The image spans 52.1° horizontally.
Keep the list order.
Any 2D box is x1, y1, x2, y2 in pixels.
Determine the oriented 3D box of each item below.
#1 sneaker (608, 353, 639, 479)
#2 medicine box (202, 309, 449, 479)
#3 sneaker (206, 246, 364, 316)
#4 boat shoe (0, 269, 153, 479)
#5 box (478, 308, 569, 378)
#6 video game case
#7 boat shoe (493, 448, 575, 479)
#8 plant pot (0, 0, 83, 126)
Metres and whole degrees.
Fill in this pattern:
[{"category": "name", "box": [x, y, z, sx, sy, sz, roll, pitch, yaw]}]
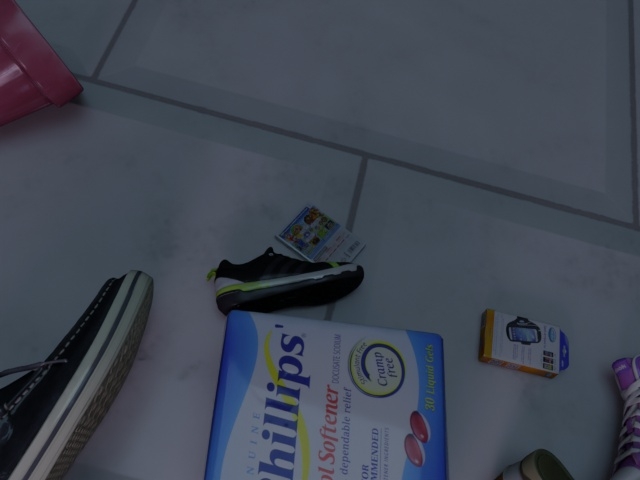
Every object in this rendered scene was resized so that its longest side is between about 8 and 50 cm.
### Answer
[{"category": "sneaker", "box": [0.459, 0.263, 0.947, 0.282, 0.102, 0.161, -27, 65, -33]}, {"category": "medicine box", "box": [0.004, 0.250, 0.844, 0.289, 0.149, 0.264, 7, 61, -6]}, {"category": "sneaker", "box": [-0.052, 0.045, 0.980, 0.234, 0.084, 0.097, -9, 61, -12]}, {"category": "boat shoe", "box": [-0.368, 0.230, 0.779, 0.156, 0.187, 0.500, 30, 67, 1]}, {"category": "box", "box": [0.315, 0.161, 1.012, 0.136, 0.028, 0.081, 15, 61, -4]}, {"category": "video game case", "box": [0.000, 0.000, 1.056, 0.122, 0.011, 0.087, 37, 63, 11]}, {"category": "boat shoe", "box": [0.328, 0.424, 0.828, 0.113, 0.103, 0.302, 5, 49, -47]}, {"category": "plant pot", "box": [-0.509, -0.268, 1.027, 0.180, 0.201, 0.201, -38, 73, -8]}]
